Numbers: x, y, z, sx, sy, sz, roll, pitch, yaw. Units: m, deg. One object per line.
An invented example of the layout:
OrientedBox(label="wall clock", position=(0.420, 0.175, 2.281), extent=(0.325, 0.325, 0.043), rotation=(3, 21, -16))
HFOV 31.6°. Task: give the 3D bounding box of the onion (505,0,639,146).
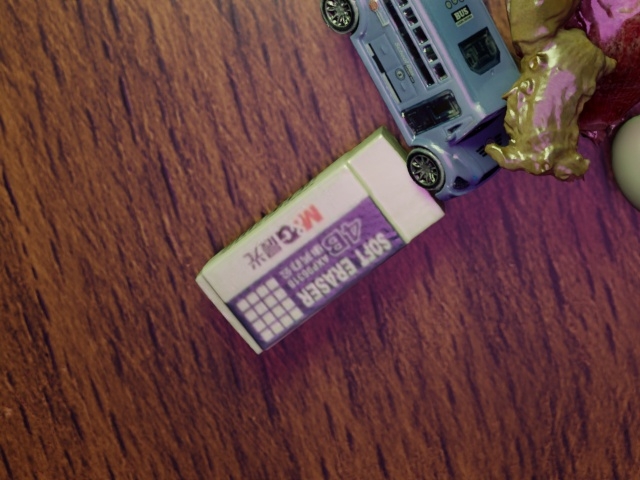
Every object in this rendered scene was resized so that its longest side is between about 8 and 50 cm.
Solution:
OrientedBox(label="onion", position=(0.311, -0.238, 1.220), extent=(0.227, 0.120, 0.283), rotation=(3, 102, 10))

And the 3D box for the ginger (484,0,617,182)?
OrientedBox(label="ginger", position=(0.240, -0.205, 1.130), extent=(0.122, 0.084, 0.290), rotation=(7, 96, 6))

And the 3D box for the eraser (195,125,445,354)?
OrientedBox(label="eraser", position=(0.000, 0.000, 1.317), extent=(0.279, 0.081, 0.124), rotation=(-38, 96, 12))

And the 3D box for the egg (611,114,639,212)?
OrientedBox(label="egg", position=(0.379, -0.079, 1.252), extent=(0.103, 0.103, 0.135), rotation=(-39, 99, 12))

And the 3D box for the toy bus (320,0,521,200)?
OrientedBox(label="toy bus", position=(0.126, -0.196, 1.217), extent=(0.133, 0.125, 0.292), rotation=(-20, 102, 52))
